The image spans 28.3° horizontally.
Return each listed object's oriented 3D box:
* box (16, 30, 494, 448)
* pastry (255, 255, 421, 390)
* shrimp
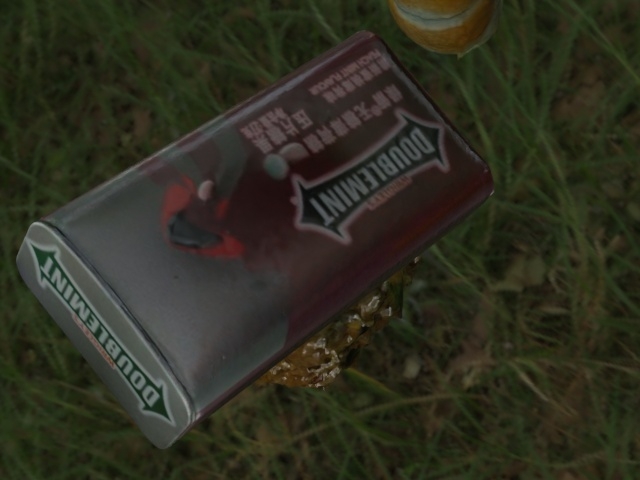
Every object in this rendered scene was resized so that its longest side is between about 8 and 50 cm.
[{"bbox_3d":[-0.025,-0.009,0.628,0.120,0.224,0.069,52,145,7],"label":"box"},{"bbox_3d":[0.000,0.000,1.087,0.192,0.275,0.275,13,78,33],"label":"pastry"},{"bbox_3d":[0.070,-0.170,0.540,0.049,0.161,0.166,17,71,14],"label":"shrimp"}]
